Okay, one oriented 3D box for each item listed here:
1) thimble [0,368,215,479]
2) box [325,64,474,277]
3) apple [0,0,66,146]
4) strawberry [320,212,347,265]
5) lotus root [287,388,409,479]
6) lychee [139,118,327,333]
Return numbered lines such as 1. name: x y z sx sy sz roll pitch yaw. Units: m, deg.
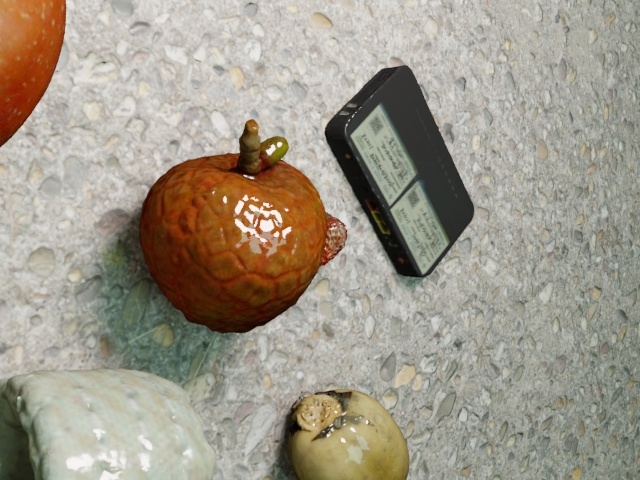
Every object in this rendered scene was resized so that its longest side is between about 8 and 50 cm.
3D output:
1. thimble: -0.263 0.274 0.773 0.195 0.292 0.291 14 83 -42
2. box: 0.152 -0.118 1.282 0.211 0.058 0.350 -47 123 -29
3. apple: -0.386 -0.214 0.584 0.349 0.277 0.348 -8 107 -28
4. strawberry: 0.000 0.000 1.130 0.096 0.083 0.083 -51 125 -18
5. lotus root: 0.063 0.367 1.164 0.182 0.183 0.310 -54 132 -27
6. lychee: -0.109 -0.016 0.916 0.255 0.255 0.299 -15 117 -42
